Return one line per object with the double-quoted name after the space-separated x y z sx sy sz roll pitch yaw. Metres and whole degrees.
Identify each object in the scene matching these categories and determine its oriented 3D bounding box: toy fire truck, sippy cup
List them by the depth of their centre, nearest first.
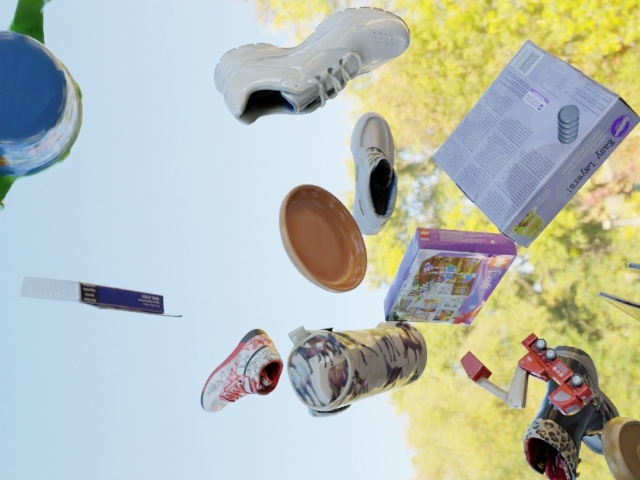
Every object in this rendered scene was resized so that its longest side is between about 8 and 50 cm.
-0.478 -0.216 1.196 0.305 0.240 0.224 68 161 -8 "sippy cup"
0.334 0.227 1.277 0.047 0.135 0.192 43 -174 -47 "toy fire truck"

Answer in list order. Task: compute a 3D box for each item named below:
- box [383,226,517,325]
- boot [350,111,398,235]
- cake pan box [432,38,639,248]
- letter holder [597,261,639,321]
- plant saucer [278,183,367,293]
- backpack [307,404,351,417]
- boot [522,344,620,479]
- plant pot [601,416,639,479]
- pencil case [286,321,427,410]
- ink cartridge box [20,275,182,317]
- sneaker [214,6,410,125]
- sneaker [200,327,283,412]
0.262 0.082 1.635 0.293 0.201 0.057 107 165 -54 "box"
0.114 -0.145 1.515 0.123 0.095 0.258 133 139 -71 "boot"
0.310 -0.155 1.187 0.070 0.246 0.267 29 -163 -32 "cake pan box"
0.680 0.121 1.375 0.152 0.302 0.214 -59 5 0 "letter holder"
0.000 0.000 1.327 0.200 0.037 0.200 29 -134 -34 "plant saucer"
0.013 0.434 2.180 0.182 0.152 0.115 138 132 -77 "backpack"
0.631 0.484 1.955 0.284 0.138 0.377 -54 -50 -36 "boot"
0.743 0.503 1.775 0.032 0.236 0.236 -52 10 41 "plant pot"
0.094 0.266 1.773 0.410 0.160 0.183 3 -114 -58 "pencil case"
-0.417 0.108 1.510 0.223 0.224 0.045 17 -101 -57 "ink cartridge box"
-0.005 -0.241 1.140 0.111 0.297 0.129 64 -173 -48 "sneaker"
-0.200 0.367 1.994 0.090 0.145 0.270 29 -79 -42 "sneaker"
